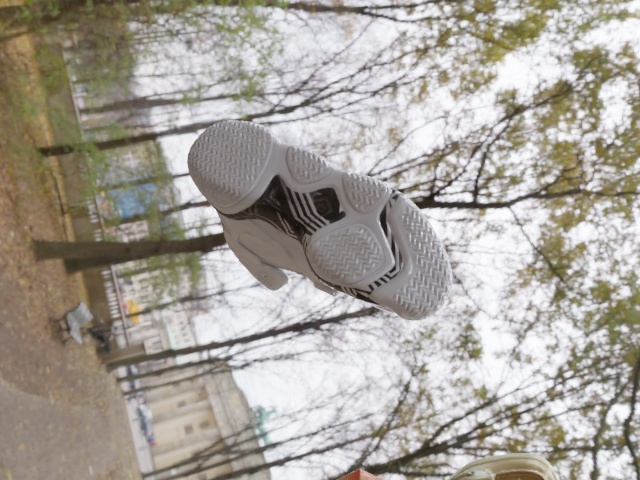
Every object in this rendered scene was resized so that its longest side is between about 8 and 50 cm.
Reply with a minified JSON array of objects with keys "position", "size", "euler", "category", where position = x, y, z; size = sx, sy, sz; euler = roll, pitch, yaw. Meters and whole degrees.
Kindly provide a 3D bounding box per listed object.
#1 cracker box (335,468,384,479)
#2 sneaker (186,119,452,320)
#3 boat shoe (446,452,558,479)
[{"position":[-0.015,0.357,0.682],"size":[0.232,0.067,0.156],"euler":[-39,-151,34],"category":"cracker box"},{"position":[0.000,0.000,0.839],"size":[0.366,0.137,0.210],"euler":[32,-20,18],"category":"sneaker"},{"position":[0.172,0.360,0.836],"size":[0.105,0.285,0.089],"euler":[65,7,8],"category":"boat shoe"}]
